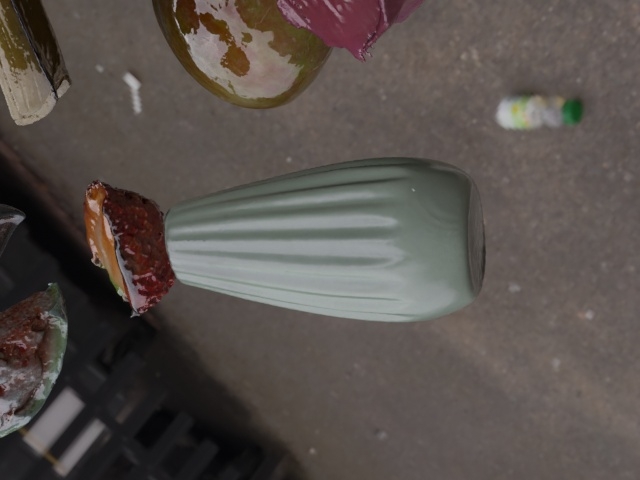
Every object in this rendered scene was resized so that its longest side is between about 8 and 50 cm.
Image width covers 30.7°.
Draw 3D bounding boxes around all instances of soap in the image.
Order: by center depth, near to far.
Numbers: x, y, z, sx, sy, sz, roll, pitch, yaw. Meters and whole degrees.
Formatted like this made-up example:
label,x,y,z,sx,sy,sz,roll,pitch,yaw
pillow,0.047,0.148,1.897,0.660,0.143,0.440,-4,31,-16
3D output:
label,x,y,z,sx,sy,sz,roll,pitch,yaw
soap,0.033,-0.278,1.092,0.182,0.112,0.289,50,165,-4

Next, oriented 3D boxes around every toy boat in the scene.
label,x,y,z,sx,sy,sz,roll,pitch,yaw
toy boat,-0.391,-0.280,1.339,0.121,0.089,0.321,-6,126,17

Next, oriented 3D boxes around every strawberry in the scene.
label,x,y,z,sx,sy,sz,roll,pitch,yaw
strawberry,-0.219,0.002,1.365,0.140,0.085,0.192,22,132,62

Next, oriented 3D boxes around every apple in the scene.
label,x,y,z,sx,sy,sz,roll,pitch,yaw
apple,-0.088,-0.303,1.460,0.234,0.257,0.257,29,160,-20

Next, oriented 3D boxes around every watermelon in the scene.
label,x,y,z,sx,sy,sz,roll,pitch,yaw
watermelon,-0.294,0.124,1.044,0.071,0.187,0.139,46,-157,28

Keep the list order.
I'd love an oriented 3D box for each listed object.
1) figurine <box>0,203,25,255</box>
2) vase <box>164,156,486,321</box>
label,x,y,z,sx,sy,sz,roll,pitch,yaw
figurine,-0.430,0.053,1.209,0.193,0.140,0.265,18,113,-8
vase,0.000,0.000,0.913,0.248,0.128,0.128,-1,143,17
